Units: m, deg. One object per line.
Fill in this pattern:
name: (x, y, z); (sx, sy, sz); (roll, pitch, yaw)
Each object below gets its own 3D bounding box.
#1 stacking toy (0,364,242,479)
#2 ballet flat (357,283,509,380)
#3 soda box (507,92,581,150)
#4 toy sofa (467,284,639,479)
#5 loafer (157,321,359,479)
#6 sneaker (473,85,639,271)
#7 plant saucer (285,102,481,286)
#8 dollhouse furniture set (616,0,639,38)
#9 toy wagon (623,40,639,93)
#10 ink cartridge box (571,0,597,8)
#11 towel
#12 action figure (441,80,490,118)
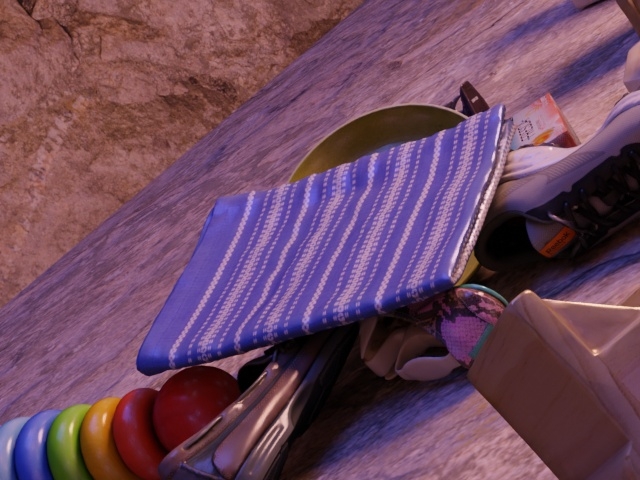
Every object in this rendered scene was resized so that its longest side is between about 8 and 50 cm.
stacking toy: (-0.208, 0.199, 1.400); (0.330, 0.141, 0.141); (-24, 16, 23)
ballet flat: (0.078, 0.078, 1.225); (0.079, 0.077, 0.221); (-59, 19, -15)
soda box: (0.224, -0.090, 1.470); (0.063, 0.058, 0.183); (-33, 12, 12)
toy sofa: (0.271, 0.016, 0.816); (0.362, 0.177, 0.150); (-39, -12, -15)
loafer: (-0.044, 0.127, 1.238); (0.267, 0.084, 0.096); (-54, -14, -53)
sneaker: (0.231, -0.040, 1.216); (0.271, 0.100, 0.108); (-27, 29, 47)
plant saucer: (0.068, -0.019, 1.412); (0.241, 0.037, 0.241); (-13, 57, 21)
dollhouse furniture set: (0.325, -0.295, 1.355); (0.129, 0.184, 0.129); (-25, 16, 39)
toy wagon: (0.447, -0.236, 1.407); (0.344, 0.068, 0.267); (-29, 14, 24)
ink cartridge box: (0.411, -0.453, 2.003); (0.115, 0.198, 0.273); (-45, 15, -32)
towel: (0.000, 0.000, 1.304); (0.336, 0.040, 0.243); (-18, 30, 33)
action figure: (0.077, -0.062, 1.675); (0.285, 0.099, 0.185); (-29, 18, 40)
